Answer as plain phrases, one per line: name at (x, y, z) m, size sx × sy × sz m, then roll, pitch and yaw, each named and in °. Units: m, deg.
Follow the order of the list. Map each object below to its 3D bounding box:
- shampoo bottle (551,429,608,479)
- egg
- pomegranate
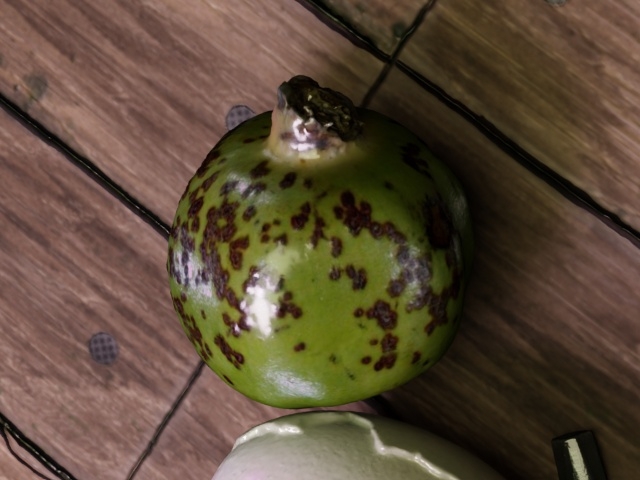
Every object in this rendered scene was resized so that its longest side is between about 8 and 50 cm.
shampoo bottle at (0.218, 0.221, 1.493) m, size 0.048 × 0.027 × 0.137 m, roll -15°, pitch 91°, yaw 16°
egg at (0.045, 0.282, 1.431) m, size 0.336 × 0.278 × 0.278 m, roll 42°, pitch 112°, yaw -4°
pomegranate at (0.000, 0.000, 1.431) m, size 0.254 × 0.254 × 0.270 m, roll 18°, pitch 132°, yaw 21°
